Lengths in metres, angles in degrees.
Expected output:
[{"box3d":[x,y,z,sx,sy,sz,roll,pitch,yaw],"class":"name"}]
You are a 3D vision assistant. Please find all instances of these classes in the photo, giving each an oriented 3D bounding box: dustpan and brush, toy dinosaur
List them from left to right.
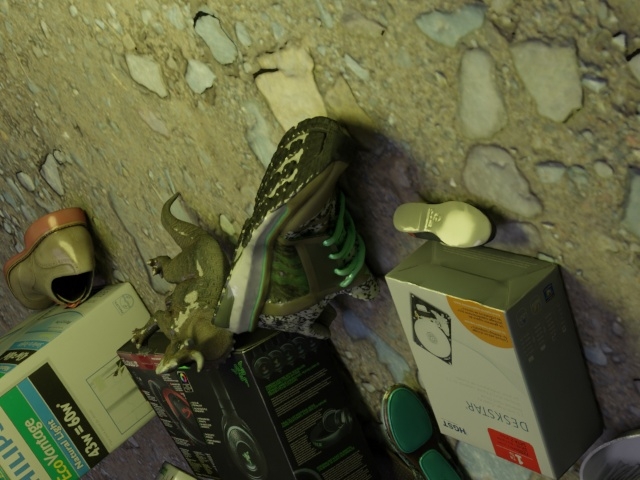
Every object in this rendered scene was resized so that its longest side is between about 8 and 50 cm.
[{"box3d":[-0.173,0.073,1.761,0.160,0.314,0.121,-22,137,37],"class":"toy dinosaur"},{"box3d":[0.321,0.274,1.410,0.211,0.060,0.147,-6,118,57],"class":"dustpan and brush"}]

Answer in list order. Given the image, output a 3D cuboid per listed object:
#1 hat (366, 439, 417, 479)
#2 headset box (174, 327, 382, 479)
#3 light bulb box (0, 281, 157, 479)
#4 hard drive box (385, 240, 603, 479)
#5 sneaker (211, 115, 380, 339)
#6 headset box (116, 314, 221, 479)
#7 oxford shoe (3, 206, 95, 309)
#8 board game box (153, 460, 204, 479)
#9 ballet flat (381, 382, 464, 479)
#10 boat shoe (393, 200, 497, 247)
[{"box3d":[0.098,0.456,1.862,0.331,0.134,0.331,36,148,27],"class":"hat"},{"box3d":[-0.074,0.239,1.831,0.246,0.131,0.283,-6,108,57],"class":"headset box"},{"box3d":[-0.479,0.273,2.242,0.358,0.361,0.225,-11,114,58],"class":"light bulb box"},{"box3d":[0.192,0.125,1.398,0.181,0.089,0.232,15,135,48],"class":"hard drive box"},{"box3d":[0.000,0.000,1.535,0.182,0.158,0.410,19,148,-6],"class":"sneaker"},{"box3d":[-0.190,0.244,2.054,0.218,0.110,0.293,-7,118,58],"class":"headset box"},{"box3d":[-0.467,0.069,2.211,0.130,0.123,0.348,65,154,14],"class":"oxford shoe"},{"box3d":[-0.184,0.451,2.190,0.193,0.053,0.305,29,169,-7],"class":"board game box"},{"box3d":[0.126,0.268,1.686,0.070,0.070,0.188,-6,115,57],"class":"ballet flat"},{"box3d":[0.139,-0.016,1.365,0.043,0.049,0.137,19,173,-41],"class":"boat shoe"}]
